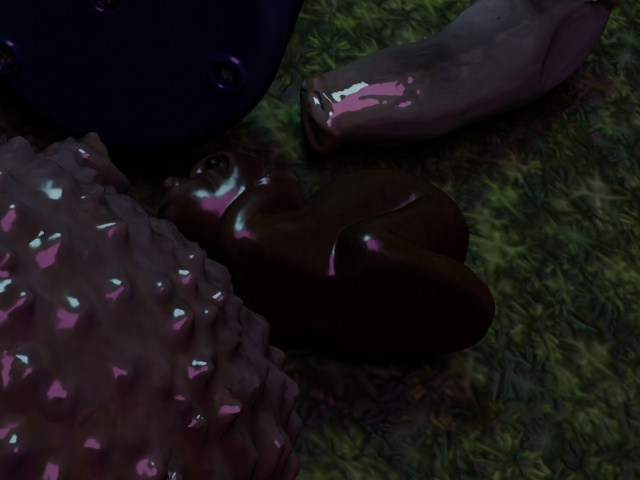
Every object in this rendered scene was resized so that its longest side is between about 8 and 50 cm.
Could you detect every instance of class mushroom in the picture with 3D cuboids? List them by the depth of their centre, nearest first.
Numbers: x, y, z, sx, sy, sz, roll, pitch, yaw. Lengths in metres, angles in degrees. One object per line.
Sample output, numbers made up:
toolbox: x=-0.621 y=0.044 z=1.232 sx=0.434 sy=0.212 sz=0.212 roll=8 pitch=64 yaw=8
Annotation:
mushroom: x=0.129 y=-0.157 z=1.176 sx=0.351 sy=0.097 sz=0.109 roll=-27 pitch=67 yaw=-31

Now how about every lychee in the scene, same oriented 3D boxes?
lychee: x=-0.207 y=0.130 z=0.667 sx=0.380 sy=0.380 sz=0.432 roll=22 pitch=71 yaw=-3

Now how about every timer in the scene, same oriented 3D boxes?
timer: x=-0.106 y=-0.272 z=1.103 sx=0.270 sy=0.270 sz=0.383 roll=27 pitch=36 yaw=1

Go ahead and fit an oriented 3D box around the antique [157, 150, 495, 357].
antique: x=0.000 y=0.000 z=0.995 sx=0.257 sy=0.121 sz=0.143 roll=5 pitch=46 yaw=-18
